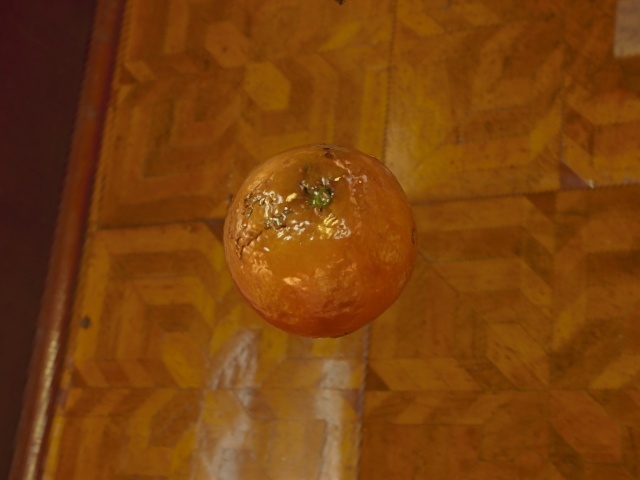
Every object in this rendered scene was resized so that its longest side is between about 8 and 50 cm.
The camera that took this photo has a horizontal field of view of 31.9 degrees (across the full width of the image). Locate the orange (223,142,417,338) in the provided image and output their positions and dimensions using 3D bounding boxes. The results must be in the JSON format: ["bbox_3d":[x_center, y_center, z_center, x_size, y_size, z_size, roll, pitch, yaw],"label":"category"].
[{"bbox_3d":[0.000,0.000,1.403,0.246,0.246,0.246,-11,68,27],"label":"orange"}]

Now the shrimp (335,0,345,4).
[{"bbox_3d":[-0.071,-0.281,1.099,0.217,0.051,0.115,29,96,5],"label":"shrimp"}]
